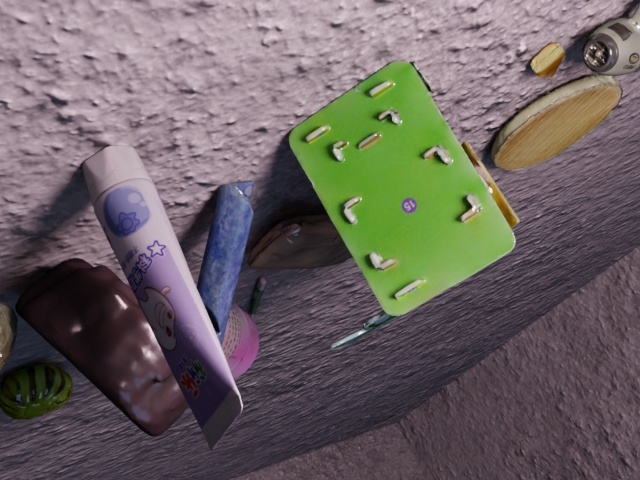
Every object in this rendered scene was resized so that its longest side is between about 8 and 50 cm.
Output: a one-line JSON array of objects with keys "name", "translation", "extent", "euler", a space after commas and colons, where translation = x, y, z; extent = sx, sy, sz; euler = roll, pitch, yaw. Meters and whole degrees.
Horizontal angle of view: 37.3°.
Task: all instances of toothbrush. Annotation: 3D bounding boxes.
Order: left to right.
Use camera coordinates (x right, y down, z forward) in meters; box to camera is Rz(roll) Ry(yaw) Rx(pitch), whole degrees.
[{"name": "toothbrush", "translation": [-0.131, 0.132, 1.862], "extent": [0.024, 0.018, 0.257], "euler": [-13, 157, -19]}]

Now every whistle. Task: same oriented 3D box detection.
[{"name": "whistle", "translation": [-0.153, 0.055, 1.414], "extent": [0.062, 0.062, 0.304], "euler": [-4, 116, -47]}]

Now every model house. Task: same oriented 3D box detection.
[{"name": "model house", "translation": [0.098, -0.032, 1.418], "extent": [0.340, 0.300, 0.324], "euler": [-33, 168, 15]}]

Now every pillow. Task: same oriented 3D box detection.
[{"name": "pillow", "translation": [0.000, 0.000, 1.642], "extent": [0.270, 0.067, 0.173], "euler": [-6, 156, -45]}]

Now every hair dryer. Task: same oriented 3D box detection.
[{"name": "hair dryer", "translation": [0.531, -0.359, 1.457], "extent": [0.267, 0.092, 0.229], "euler": [-49, 160, 25]}]

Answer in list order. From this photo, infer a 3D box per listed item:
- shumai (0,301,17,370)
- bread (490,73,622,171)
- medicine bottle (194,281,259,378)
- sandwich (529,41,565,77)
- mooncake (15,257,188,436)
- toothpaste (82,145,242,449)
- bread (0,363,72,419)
[{"name": "shumai", "translation": [-0.541, 0.164, 1.250], "extent": [0.260, 0.222, 0.225], "euler": [-58, -177, -8]}, {"name": "bread", "translation": [0.417, -0.210, 1.696], "extent": [0.267, 0.040, 0.267], "euler": [-24, 160, -9]}, {"name": "medicine bottle", "translation": [-0.213, 0.157, 1.627], "extent": [0.152, 0.152, 0.254], "euler": [-30, 160, 6]}, {"name": "sandwich", "translation": [0.347, -0.273, 1.469], "extent": [0.044, 0.031, 0.083], "euler": [-26, 160, -11]}, {"name": "mooncake", "translation": [-0.287, 0.141, 1.339], "extent": [0.141, 0.283, 0.283], "euler": [-48, 165, -17]}, {"name": "toothpaste", "translation": [-0.179, 0.056, 1.109], "extent": [0.080, 0.371, 0.125], "euler": [-15, 157, -33]}, {"name": "bread", "translation": [-0.496, 0.266, 1.653], "extent": [0.130, 0.071, 0.139], "euler": [-16, 157, -18]}]
